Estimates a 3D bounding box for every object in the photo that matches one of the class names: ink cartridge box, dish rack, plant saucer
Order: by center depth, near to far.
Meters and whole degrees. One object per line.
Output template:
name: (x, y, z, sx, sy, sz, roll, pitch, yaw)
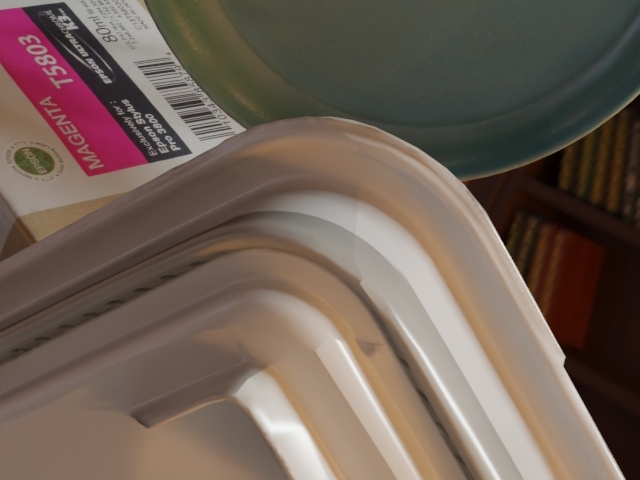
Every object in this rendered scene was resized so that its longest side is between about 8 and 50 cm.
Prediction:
dish rack: (-0.023, 0.159, 0.384, 0.333, 0.285, 0.072, 60, 29, -9)
plant saucer: (0.051, -0.189, 0.653, 0.317, 0.318, 0.043, 26, 15, 10)
ink cartridge box: (-0.151, -0.059, 0.763, 0.193, 0.088, 0.235, -17, 56, -43)
